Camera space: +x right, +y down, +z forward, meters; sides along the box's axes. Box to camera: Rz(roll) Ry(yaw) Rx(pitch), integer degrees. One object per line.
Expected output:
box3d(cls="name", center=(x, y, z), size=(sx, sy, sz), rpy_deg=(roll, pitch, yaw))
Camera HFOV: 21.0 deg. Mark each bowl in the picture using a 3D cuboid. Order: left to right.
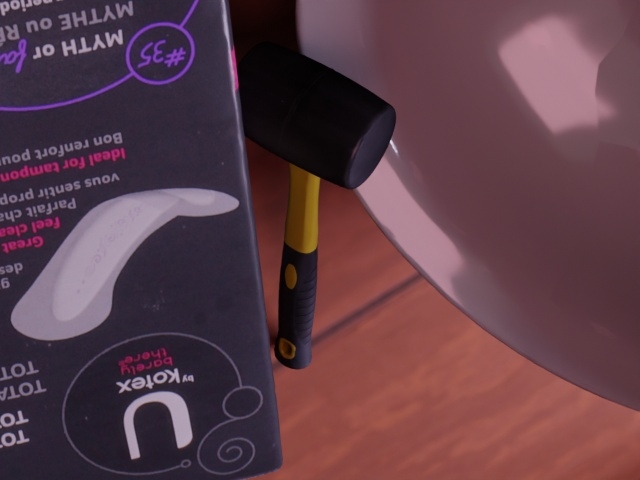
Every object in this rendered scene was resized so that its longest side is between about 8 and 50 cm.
box3d(cls="bowl", center=(0.150, -0.075, 0.640), size=(0.134, 0.298, 0.298), rpy_deg=(-52, 140, -38))

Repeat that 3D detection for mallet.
box3d(cls="mallet", center=(0.000, 0.000, 0.706), size=(0.039, 0.062, 0.189), rpy_deg=(-50, 153, -31))

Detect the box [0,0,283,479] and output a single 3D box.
box3d(cls="box", center=(-0.116, -0.042, 0.606), size=(0.165, 0.143, 0.270), rpy_deg=(-12, 127, -9))
